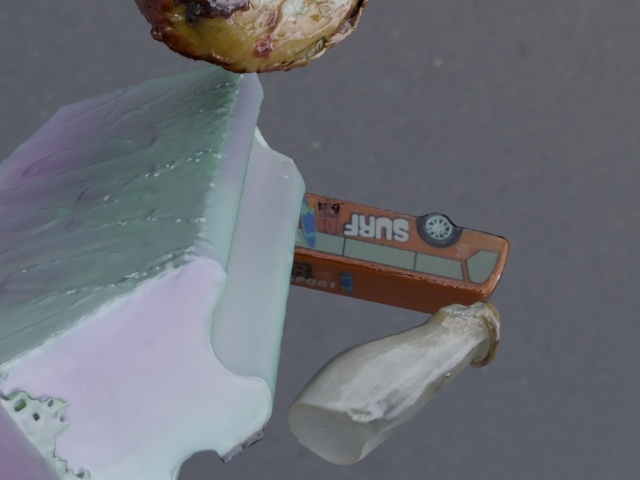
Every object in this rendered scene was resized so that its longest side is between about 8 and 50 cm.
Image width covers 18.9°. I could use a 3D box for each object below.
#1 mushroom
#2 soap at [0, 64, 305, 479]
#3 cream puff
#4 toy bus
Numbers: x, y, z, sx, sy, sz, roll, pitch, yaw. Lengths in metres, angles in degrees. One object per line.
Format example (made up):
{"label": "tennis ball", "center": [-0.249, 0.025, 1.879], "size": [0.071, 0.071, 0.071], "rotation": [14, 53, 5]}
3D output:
{"label": "mushroom", "center": [0.073, 0.124, 1.824], "size": [0.225, 0.093, 0.116], "rotation": [-40, 148, -21]}
{"label": "soap", "center": [-0.165, 0.040, 1.469], "size": [0.446, 0.261, 0.156], "rotation": [-83, 156, -60]}
{"label": "cream puff", "center": [-0.057, -0.246, 1.474], "size": [0.240, 0.164, 0.240], "rotation": [-31, 141, -29]}
{"label": "toy bus", "center": [0.000, 0.000, 2.089], "size": [0.409, 0.093, 0.092], "rotation": [12, 63, -6]}
